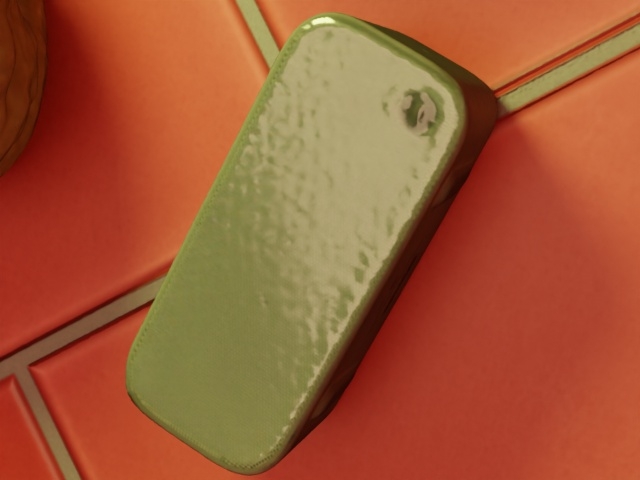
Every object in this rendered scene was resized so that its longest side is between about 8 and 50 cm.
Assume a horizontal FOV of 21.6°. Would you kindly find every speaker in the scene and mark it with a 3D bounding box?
[{"bbox_3d":[0.000,0.000,1.525,0.183,0.184,0.406,32,105,12],"label":"speaker"}]

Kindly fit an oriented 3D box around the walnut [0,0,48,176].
[{"bbox_3d":[-0.421,-0.203,1.570,0.383,0.383,0.384,2,97,19],"label":"walnut"}]
